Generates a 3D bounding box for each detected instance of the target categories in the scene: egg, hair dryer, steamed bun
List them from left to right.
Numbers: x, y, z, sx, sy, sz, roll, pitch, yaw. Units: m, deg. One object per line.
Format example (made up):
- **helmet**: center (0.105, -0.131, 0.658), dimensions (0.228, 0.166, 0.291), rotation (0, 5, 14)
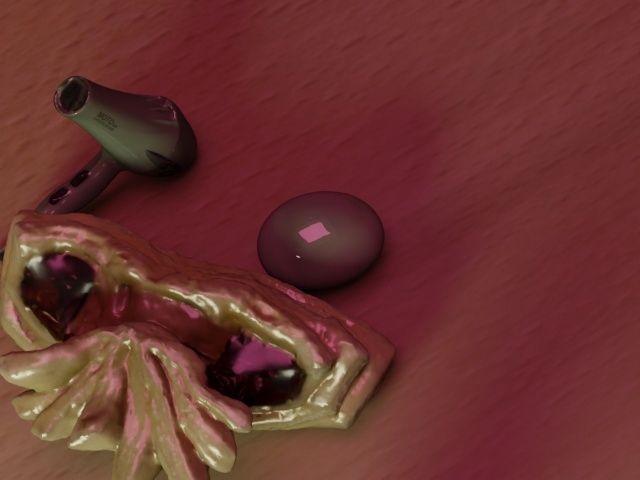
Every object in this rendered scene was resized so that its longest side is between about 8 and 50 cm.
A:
- **hair dryer**: center (-0.265, -0.081, 1.922), dimensions (0.267, 0.229, 0.092), rotation (-34, 65, -6)
- **steamed bun**: center (-0.166, 0.128, 1.837), dimensions (0.428, 0.189, 0.247), rotation (21, 94, 10)
- **egg**: center (0.000, 0.000, 1.911), dimensions (0.135, 0.103, 0.103), rotation (-13, 65, 1)
